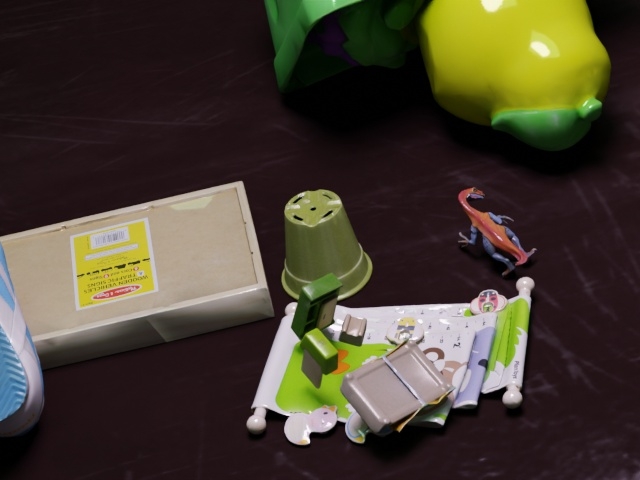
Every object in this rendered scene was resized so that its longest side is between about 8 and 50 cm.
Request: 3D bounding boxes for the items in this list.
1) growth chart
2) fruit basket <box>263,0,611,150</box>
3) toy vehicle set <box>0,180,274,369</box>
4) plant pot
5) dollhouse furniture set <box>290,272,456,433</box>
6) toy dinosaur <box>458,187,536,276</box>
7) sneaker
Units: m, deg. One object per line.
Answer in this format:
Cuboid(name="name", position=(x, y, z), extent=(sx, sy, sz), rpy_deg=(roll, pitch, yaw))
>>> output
Cuboid(name="growth chart", position=(0.061, 0.101, 1.398), extent=(0.237, 0.021, 0.172), rpy_deg=(-5, 39, 10))
Cuboid(name="fruit basket", position=(0.147, -0.233, 1.666), extent=(0.392, 0.283, 0.392), rpy_deg=(2, 76, -10))
Cuboid(name="toy vehicle set", position=(-0.185, 0.035, 1.533), extent=(0.267, 0.035, 0.166), rpy_deg=(-13, 38, -1))
Cuboid(name="plant pot", position=(0.000, 0.000, 1.493), extent=(0.083, 0.079, 0.083), rpy_deg=(-7, 38, 5))
Cuboid(name="dollhouse furniture set", position=(0.033, 0.102, 1.370), extent=(0.076, 0.058, 0.151), rpy_deg=(-27, 60, -27))
Cuboid(name="toy dinosaur", position=(0.153, -0.014, 1.477), extent=(0.047, 0.090, 0.082), rpy_deg=(-37, 88, -15))
Cuboid(name="sneaker", position=(-0.294, 0.060, 1.419), extent=(0.087, 0.092, 0.228), rpy_deg=(-17, 68, -1))
